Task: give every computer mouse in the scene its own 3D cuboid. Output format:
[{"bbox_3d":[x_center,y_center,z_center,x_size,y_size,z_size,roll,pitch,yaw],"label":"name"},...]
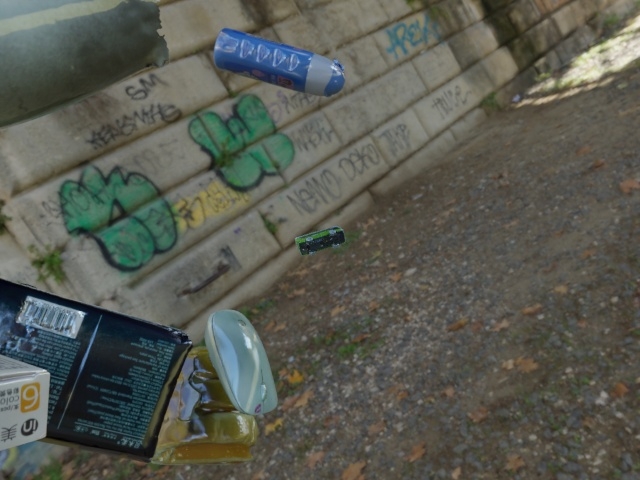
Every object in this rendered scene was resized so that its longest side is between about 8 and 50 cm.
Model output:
[{"bbox_3d":[-0.193,0.299,1.418,0.097,0.288,0.159,-43,-27,22],"label":"computer mouse"}]

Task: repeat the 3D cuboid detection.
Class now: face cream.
[{"bbox_3d":[-0.078,-0.356,1.131,0.149,0.263,0.083,-71,-3,-82],"label":"face cream"}]

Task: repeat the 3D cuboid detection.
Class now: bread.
[{"bbox_3d":[-0.319,0.443,1.542,0.300,0.210,0.341,1,56,5],"label":"bread"}]

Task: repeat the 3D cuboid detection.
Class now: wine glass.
[{"bbox_3d":[-0.198,-0.122,0.324,0.204,0.111,0.111,-28,4,-33],"label":"wine glass"}]

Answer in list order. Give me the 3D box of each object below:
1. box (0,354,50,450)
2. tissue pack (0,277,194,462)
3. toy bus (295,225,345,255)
[{"bbox_3d":[-0.485,0.183,0.636,0.273,0.091,0.220,3,2,35],"label":"box"},{"bbox_3d":[-0.486,0.241,1.057,0.253,0.416,0.264,-26,48,65],"label":"tissue pack"},{"bbox_3d":[0.000,0.000,0.972,0.083,0.031,0.037,-17,23,-11],"label":"toy bus"}]
